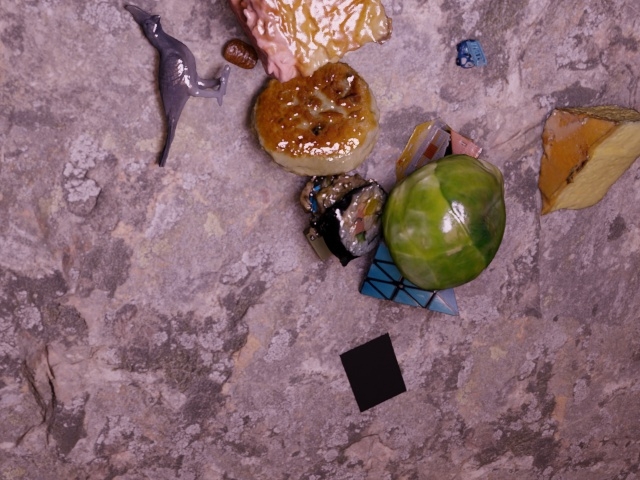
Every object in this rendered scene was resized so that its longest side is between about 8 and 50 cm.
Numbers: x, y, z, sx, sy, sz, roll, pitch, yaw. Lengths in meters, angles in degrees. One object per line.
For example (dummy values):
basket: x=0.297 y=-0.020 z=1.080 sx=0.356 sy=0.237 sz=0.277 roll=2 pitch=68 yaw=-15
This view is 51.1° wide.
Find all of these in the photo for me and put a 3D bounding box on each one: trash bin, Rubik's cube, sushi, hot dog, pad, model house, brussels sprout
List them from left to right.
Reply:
hot dog: x=-0.187 y=-0.435 z=1.563 sx=0.083 sy=0.035 sz=0.058 roll=20 pitch=106 yaw=-30
trash bin: x=0.000 y=0.000 z=1.815 sx=0.060 sy=0.043 sz=0.092 roll=-35 pitch=118 yaw=0
sushi: x=0.052 y=-0.080 z=1.697 sx=0.225 sy=0.218 sz=0.239 roll=-45 pitch=152 yaw=-19
pad: x=0.165 y=0.412 z=2.074 sx=0.170 sy=0.006 sz=0.246 roll=-24 pitch=119 yaw=-8
Rubik's cube: x=0.236 y=0.069 z=1.821 sx=0.233 sy=0.229 sz=0.229 roll=-2 pitch=107 yaw=-9
model house: x=0.328 y=-0.192 z=1.785 sx=0.207 sy=0.136 sz=0.219 roll=26 pitch=103 yaw=-28
brussels sprout: x=0.311 y=-0.058 z=1.614 sx=0.355 sy=0.281 sz=0.289 roll=-49 pitch=115 yaw=-34

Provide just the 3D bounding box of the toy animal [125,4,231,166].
toy animal: x=-0.306 y=-0.354 z=1.529 sx=0.205 sy=0.081 sz=0.367 roll=-4 pitch=115 yaw=4

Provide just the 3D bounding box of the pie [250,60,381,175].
pie: x=-0.007 y=-0.298 z=1.591 sx=0.314 sy=0.092 sz=0.316 roll=1 pitch=79 yaw=-6

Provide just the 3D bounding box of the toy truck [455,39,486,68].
toy truck: x=0.388 y=-0.471 z=1.706 sx=0.056 sy=0.090 sz=0.073 roll=-12 pitch=117 yaw=-12

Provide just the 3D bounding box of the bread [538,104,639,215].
bread: x=0.778 y=-0.215 z=1.858 sx=0.248 sy=0.279 sz=0.316 roll=-9 pitch=104 yaw=-22

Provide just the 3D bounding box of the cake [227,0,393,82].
cake: x=-0.055 y=-0.528 z=1.415 sx=0.293 sy=0.307 sz=0.314 roll=-28 pitch=119 yaw=-3
